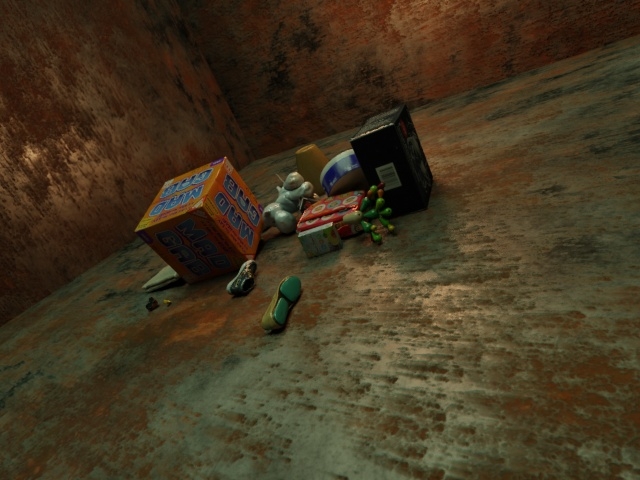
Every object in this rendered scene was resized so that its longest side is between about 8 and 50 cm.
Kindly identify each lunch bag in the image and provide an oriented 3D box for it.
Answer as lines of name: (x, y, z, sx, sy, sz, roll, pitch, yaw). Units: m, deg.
lunch bag: (0.053, -0.080, 1.619, 0.293, 0.120, 0.258, -15, 28, 27)

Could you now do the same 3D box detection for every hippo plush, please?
hippo plush: (-0.167, -0.171, 1.863, 0.294, 0.234, 0.236, 33, 64, 15)

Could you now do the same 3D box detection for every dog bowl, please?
dog bowl: (0.138, -0.269, 1.750, 0.265, 0.265, 0.104, -25, 61, 1)

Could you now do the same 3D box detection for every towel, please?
towel: (-0.733, 0.165, 1.966, 0.282, 0.049, 0.187, -20, 22, 32)

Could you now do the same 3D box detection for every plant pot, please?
plant pot: (-0.037, -0.400, 2.256, 0.237, 0.254, 0.237, -23, 22, 10)

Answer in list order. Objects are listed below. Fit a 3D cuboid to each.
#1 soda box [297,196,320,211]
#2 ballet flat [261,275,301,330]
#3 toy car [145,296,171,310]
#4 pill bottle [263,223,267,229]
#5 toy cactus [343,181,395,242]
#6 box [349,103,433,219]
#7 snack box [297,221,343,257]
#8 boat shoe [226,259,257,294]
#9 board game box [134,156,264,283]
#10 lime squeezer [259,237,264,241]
soda box: (-0.015, -0.149, 1.791, 0.169, 0.060, 0.053, 10, 13, -22)
ballet flat: (-0.126, 0.189, 1.240, 0.073, 0.080, 0.232, -32, 15, 28)
toy car: (-0.697, 0.280, 1.730, 0.122, 0.060, 0.040, 6, -10, 26)
pill bottle: (-0.283, -0.110, 2.092, 0.078, 0.078, 0.137, 1, 33, 48)
toy cactus: (0.172, -0.092, 1.435, 0.180, 0.219, 0.112, -11, -11, 26)
box: (0.292, -0.312, 1.567, 0.179, 0.343, 0.312, -16, 24, 27)
snack box: (0.000, 0.000, 1.497, 0.141, 0.100, 0.037, -17, 24, 19)
boat shoe: (-0.275, 0.142, 1.534, 0.083, 0.065, 0.183, -7, 33, 33)
board game box: (-0.509, -0.084, 1.791, 0.356, 0.356, 0.356, -16, 39, 21)
lime squeezer: (-0.429, 0.038, 1.943, 0.310, 0.059, 0.110, -27, 21, -8)
